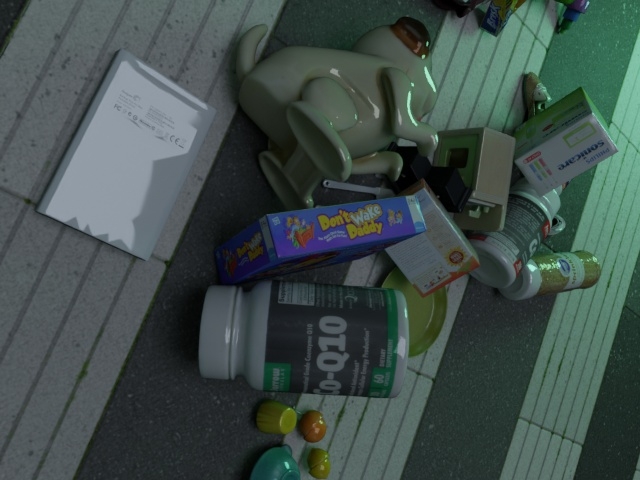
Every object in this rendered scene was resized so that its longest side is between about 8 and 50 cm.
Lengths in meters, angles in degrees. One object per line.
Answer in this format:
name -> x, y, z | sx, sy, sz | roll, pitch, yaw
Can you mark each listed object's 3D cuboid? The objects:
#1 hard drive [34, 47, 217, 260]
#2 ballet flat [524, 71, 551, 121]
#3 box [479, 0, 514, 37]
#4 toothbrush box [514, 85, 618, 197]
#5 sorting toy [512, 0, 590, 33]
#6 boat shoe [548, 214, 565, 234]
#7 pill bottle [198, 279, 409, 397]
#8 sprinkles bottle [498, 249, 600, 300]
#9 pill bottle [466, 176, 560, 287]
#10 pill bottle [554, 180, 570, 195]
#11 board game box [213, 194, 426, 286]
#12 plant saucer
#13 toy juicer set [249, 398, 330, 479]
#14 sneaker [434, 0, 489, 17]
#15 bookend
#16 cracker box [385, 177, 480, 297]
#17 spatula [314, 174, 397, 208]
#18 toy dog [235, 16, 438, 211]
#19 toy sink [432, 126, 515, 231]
hard drive -> -0.328, -0.145, 1.069 | 0.203, 0.040, 0.308 | 30, 77, -34
ballet flat -> 0.617, -0.372, 1.719 | 0.073, 0.067, 0.207 | -15, 103, -35
box -> 0.456, -0.593, 1.527 | 0.054, 0.169, 0.059 | 34, 69, 11
toothbrush box -> 0.612, -0.256, 1.556 | 0.122, 0.206, 0.283 | 50, 30, -12
sorting toy -> 0.604, -0.643, 1.687 | 0.365, 0.127, 0.126 | 0, 123, -39
boat shoe -> 0.668, -0.054, 1.786 | 0.184, 0.063, 0.066 | 14, 86, -36
pill bottle -> -0.031, 0.179, 1.130 | 0.360, 0.204, 0.205 | 4, 92, -2
sprinkles bottle -> 0.657, 0.095, 1.757 | 0.355, 0.121, 0.122 | -3, 96, -36
pill bottle -> 0.502, -0.026, 1.607 | 0.283, 0.161, 0.161 | -47, 118, -23
pill bottle -> 0.650, -0.182, 1.734 | 0.193, 0.108, 0.108 | -44, 117, -25
board game box -> 0.000, 0.000, 1.195 | 0.346, 0.233, 0.078 | -10, 80, -35
plant saucer -> 0.215, 0.163, 1.493 | 0.240, 0.037, 0.241 | -4, 97, -35
toy juicer set -> -0.071, 0.508, 1.292 | 0.209, 0.089, 0.329 | 20, 74, -48
sneaker -> 0.313, -0.664, 1.453 | 0.162, 0.106, 0.281 | -45, 118, -21
bookend -> 0.240, -0.143, 1.391 | 0.072, 0.157, 0.156 | -58, 134, -24
cracker box -> 0.231, -0.003, 1.383 | 0.232, 0.155, 0.067 | 51, 22, -18
spatula -> 0.092, -0.121, 1.394 | 0.241, 0.019, 0.168 | 6, 96, -35
toy dog -> 0.060, -0.282, 1.232 | 0.407, 0.285, 0.395 | -32, 75, -28
toy sink -> 0.363, -0.148, 1.504 | 0.131, 0.152, 0.235 | 9, 90, -36
